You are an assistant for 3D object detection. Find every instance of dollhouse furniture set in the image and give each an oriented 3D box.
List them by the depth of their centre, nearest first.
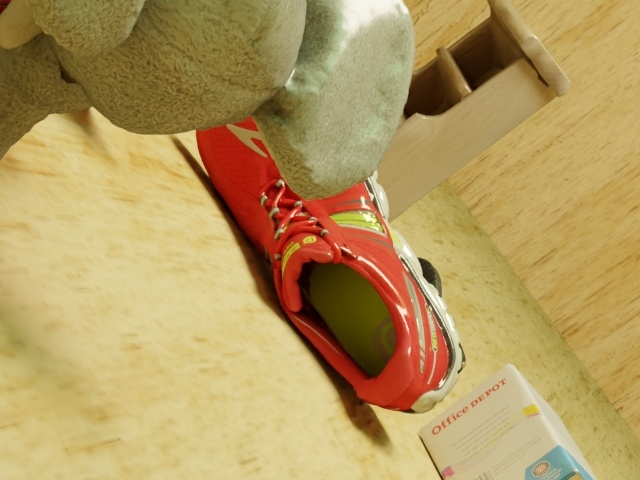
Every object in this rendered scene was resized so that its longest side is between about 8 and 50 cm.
[{"bbox_3d":[0.003,-0.233,1.826,0.394,0.256,0.362,50,8,-21],"label":"dollhouse furniture set"}]

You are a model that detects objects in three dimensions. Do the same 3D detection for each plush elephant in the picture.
[{"bbox_3d":[-0.095,-0.134,0.906,0.272,0.330,0.255,39,40,-42],"label":"plush elephant"}]

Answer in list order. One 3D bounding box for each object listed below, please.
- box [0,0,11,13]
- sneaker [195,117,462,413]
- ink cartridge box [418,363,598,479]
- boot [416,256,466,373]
[{"bbox_3d":[-0.117,-0.235,1.263,0.128,0.123,0.257,43,46,-51],"label":"box"},{"bbox_3d":[0.000,0.000,1.399,0.279,0.107,0.118,53,17,16],"label":"sneaker"},{"bbox_3d":[0.149,0.173,1.512,0.090,0.092,0.143,47,11,-40],"label":"ink cartridge box"},{"bbox_3d":[0.093,0.082,1.673,0.137,0.077,0.198,55,8,-23],"label":"boot"}]
